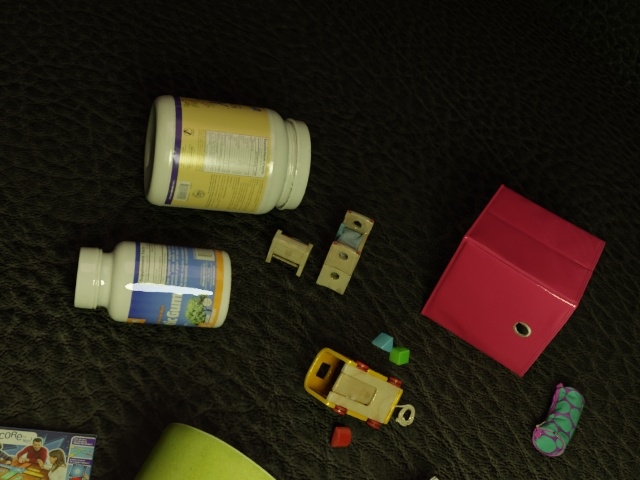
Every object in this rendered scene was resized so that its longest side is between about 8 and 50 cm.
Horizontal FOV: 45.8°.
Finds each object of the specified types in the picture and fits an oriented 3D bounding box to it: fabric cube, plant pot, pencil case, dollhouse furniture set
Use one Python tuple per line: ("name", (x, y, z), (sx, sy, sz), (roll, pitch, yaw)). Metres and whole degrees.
("fabric cube", (0.417, 0.083, 1.651), (0.258, 0.254, 0.259), (33, 43, 11))
("plant pot", (-0.195, 0.450, 1.024), (0.275, 0.274, 0.293), (32, 57, 11))
("pencil case", (0.480, 0.361, 1.528), (0.070, 0.064, 0.152), (46, 44, 2))
("dollhouse furniture set", (0.000, 0.000, 1.654), (0.184, 0.129, 0.129), (23, 41, 2))

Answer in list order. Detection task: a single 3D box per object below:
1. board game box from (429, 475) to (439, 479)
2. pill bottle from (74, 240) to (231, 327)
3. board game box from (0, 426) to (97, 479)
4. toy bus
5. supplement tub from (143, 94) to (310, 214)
("board game box", (0.213, 0.547, 1.186), (0.193, 0.053, 0.305), (-20, 63, -44))
("pill bottle", (-0.314, 0.081, 1.417), (0.272, 0.152, 0.152), (5, 44, -17))
("board game box", (-0.454, 0.354, 1.157), (0.201, 0.035, 0.136), (10, 43, -14))
("toy bus", (0.066, 0.272, 1.409), (0.191, 0.202, 0.104), (-22, 27, -30))
("supplement tub", (-0.209, -0.183, 1.674), (0.332, 0.241, 0.241), (4, 44, -20))
